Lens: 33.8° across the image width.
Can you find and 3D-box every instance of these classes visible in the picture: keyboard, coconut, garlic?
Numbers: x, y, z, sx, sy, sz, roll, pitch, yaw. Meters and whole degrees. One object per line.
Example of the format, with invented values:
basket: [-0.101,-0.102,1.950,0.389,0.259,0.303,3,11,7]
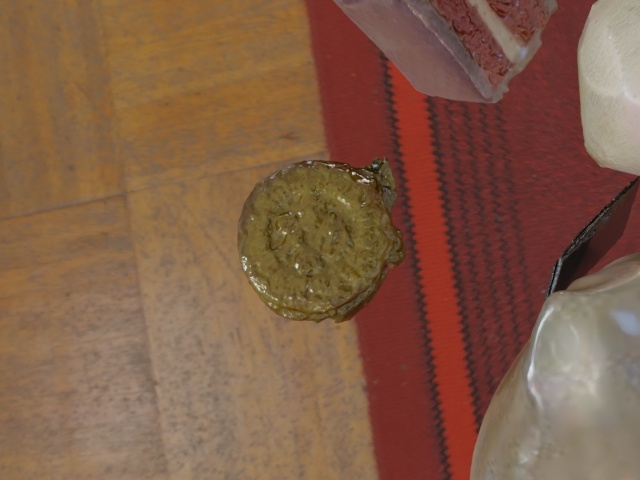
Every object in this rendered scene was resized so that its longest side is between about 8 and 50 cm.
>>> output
keyboard: [0.266,0.001,1.029,0.015,0.196,0.074,30,130,24]
coconut: [0.323,-0.149,0.897,0.224,0.224,0.234,46,126,13]
garlic: [0.138,0.092,0.448,0.112,0.318,0.143,20,85,20]

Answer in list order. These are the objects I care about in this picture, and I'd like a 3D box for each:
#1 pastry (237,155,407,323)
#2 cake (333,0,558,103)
pastry: [0.000,0.000,1.502,0.235,0.132,0.240,-8,83,9]
cake: [0.202,-0.394,1.728,0.237,0.309,0.230,-51,33,-7]
